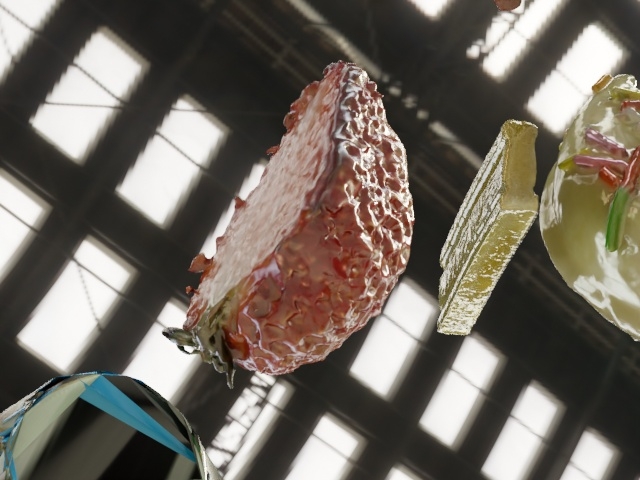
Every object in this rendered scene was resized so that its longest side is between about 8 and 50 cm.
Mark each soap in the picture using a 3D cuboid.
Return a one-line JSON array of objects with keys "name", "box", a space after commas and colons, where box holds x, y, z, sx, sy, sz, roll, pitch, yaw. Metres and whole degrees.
[{"name": "soap", "box": [0.151, -0.007, 1.327, 0.037, 0.252, 0.092, 7, -120, -6]}]

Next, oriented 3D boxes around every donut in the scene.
[{"name": "donut", "box": [0.376, -0.029, 1.280, 0.150, 0.371, 0.307, 77, -157, -44]}]

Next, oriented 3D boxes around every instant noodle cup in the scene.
[{"name": "instant noodle cup", "box": [-0.210, 0.224, 1.219, 0.240, 0.178, 0.240, 18, -126, -26]}]

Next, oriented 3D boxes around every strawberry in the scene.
[{"name": "strawberry", "box": [0.003, 0.000, 0.987, 0.107, 0.175, 0.236, 37, -96, -21]}]

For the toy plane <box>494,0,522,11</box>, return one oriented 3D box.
[{"name": "toy plane", "box": [0.221, -0.356, 1.221, 0.326, 0.223, 0.104, -49, -22, 15]}]
